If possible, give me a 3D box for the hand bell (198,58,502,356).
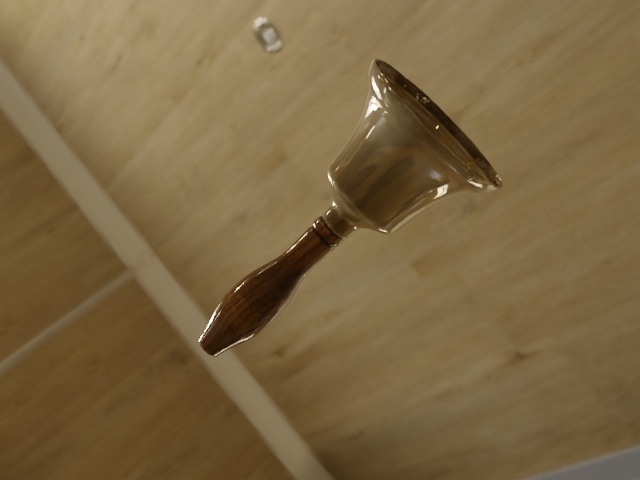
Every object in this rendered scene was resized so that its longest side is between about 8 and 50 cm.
[{"bbox_3d":[0.000,0.000,0.860,0.242,0.126,0.126,-45,-97,14],"label":"hand bell"}]
